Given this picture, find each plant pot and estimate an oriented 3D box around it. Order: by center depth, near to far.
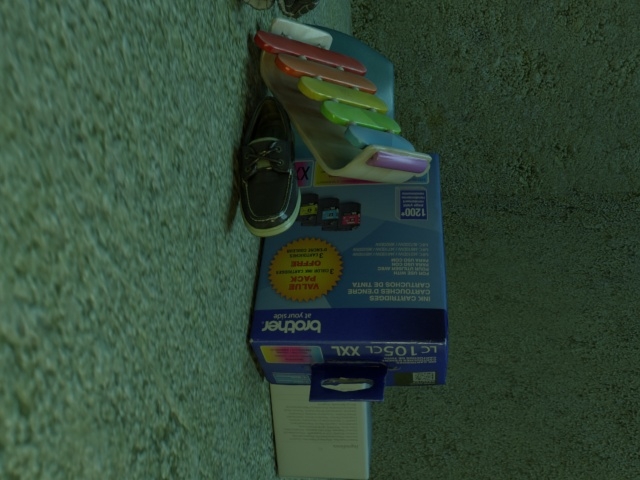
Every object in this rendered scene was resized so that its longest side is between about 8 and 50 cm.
[{"bbox_3d":[0.037,-0.251,1.215,0.290,0.195,0.290,0,90,-83],"label":"plant pot"}]

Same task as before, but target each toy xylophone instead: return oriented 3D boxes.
[{"bbox_3d":[0.041,-0.189,0.950,0.322,0.236,0.081,53,-54,27],"label":"toy xylophone"}]

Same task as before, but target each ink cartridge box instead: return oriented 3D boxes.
[{"bbox_3d":[0.050,0.065,0.988,0.151,0.270,0.395,76,14,-55],"label":"ink cartridge box"}]

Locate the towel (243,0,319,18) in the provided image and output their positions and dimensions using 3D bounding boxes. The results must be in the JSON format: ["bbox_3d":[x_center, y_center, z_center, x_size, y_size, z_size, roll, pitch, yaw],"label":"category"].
[{"bbox_3d":[-0.027,-0.428,0.754,0.283,0.121,0.235,94,9,-77],"label":"towel"}]

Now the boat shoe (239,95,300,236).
[{"bbox_3d":[-0.070,-0.100,0.841,0.223,0.080,0.073,-91,170,-45],"label":"boat shoe"}]

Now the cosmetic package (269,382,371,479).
[{"bbox_3d":[0.008,0.278,1.111,0.151,0.151,0.183,-67,155,-72],"label":"cosmetic package"}]
